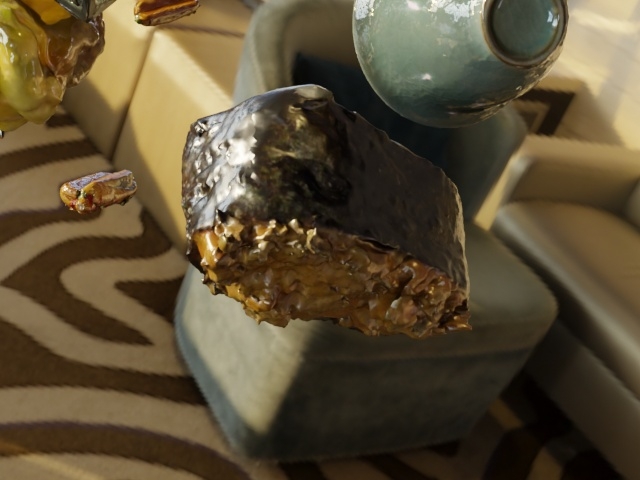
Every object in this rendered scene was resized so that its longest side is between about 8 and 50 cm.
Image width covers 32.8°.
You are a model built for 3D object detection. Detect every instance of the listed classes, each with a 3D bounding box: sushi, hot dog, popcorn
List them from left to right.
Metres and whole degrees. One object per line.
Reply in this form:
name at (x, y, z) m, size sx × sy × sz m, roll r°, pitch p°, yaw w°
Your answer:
popcorn at (-0.429, -0.262, 1.452) m, size 0.315 × 0.281 × 0.297 m, roll -19°, pitch 49°, yaw -35°
hot dog at (-0.244, -0.052, 1.200) m, size 0.062 × 0.038 × 0.144 m, roll -3°, pitch 10°, yaw 8°
hot dog at (-0.235, -0.353, 1.658) m, size 0.122 × 0.037 × 0.049 m, roll -21°, pitch 74°, yaw -36°
sushi at (0.000, 0.000, 1.111) m, size 0.348 × 0.234 × 0.208 m, roll 23°, pitch 54°, yaw -37°

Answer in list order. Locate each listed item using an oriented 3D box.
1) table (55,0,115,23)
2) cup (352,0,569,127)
table at (-0.327, -0.502, 1.318) m, size 0.335 × 0.272 × 0.222 m, roll 37°, pitch 54°, yaw 8°
cup at (0.145, -0.194, 0.959) m, size 0.199 × 0.199 × 0.150 m, roll 14°, pitch 5°, yaw -21°
